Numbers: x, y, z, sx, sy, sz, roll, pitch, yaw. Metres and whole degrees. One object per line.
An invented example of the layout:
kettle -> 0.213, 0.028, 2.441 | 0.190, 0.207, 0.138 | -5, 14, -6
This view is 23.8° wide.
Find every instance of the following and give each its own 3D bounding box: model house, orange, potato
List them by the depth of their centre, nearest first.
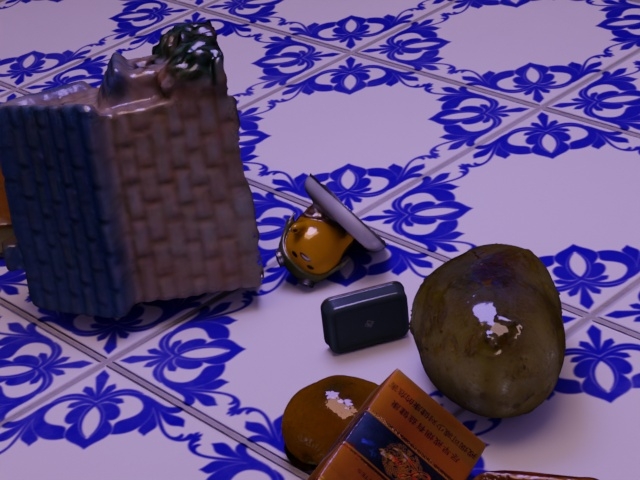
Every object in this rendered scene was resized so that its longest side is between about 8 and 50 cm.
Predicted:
orange -> 0.027, 0.232, 1.951 | 0.170, 0.112, 0.160 | -21, 31, 1
potato -> 0.227, 0.119, 2.023 | 0.210, 0.173, 0.307 | -6, 27, 0
model house -> -0.324, -0.129, 2.393 | 0.400, 0.395, 0.445 | -13, 21, -4

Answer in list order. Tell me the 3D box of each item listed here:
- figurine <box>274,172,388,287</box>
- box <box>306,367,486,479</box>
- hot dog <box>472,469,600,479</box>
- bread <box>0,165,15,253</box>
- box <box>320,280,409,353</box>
figurine -> 0.000, 0.000, 2.388 | 0.141, 0.166, 0.250 | -48, 6, 2
box -> 0.084, 0.279, 1.808 | 0.152, 0.070, 0.237 | 41, 43, 0
hot dog -> 0.262, 0.311, 1.796 | 0.188, 0.055, 0.072 | 3, 35, 19
bread -> -0.607, -0.072, 2.666 | 0.138, 0.077, 0.361 | -12, 30, -8
box -> 0.066, 0.111, 2.162 | 0.126, 0.091, 0.031 | -13, 37, -10
